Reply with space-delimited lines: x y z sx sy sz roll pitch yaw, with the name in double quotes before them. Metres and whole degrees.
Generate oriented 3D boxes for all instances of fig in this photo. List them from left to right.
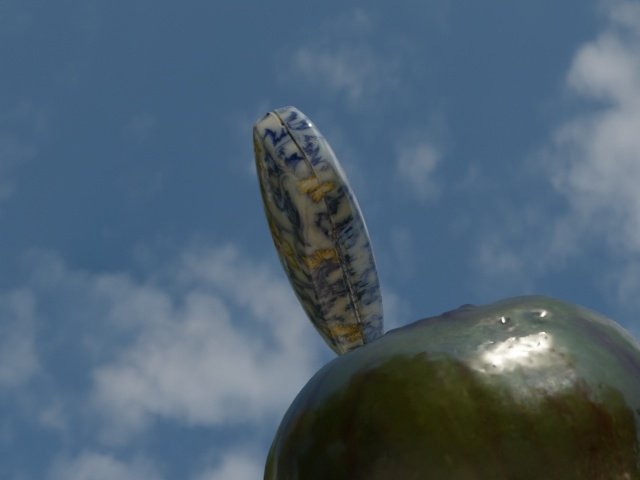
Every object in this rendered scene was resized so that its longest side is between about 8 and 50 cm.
"fig" 0.072 0.150 0.634 0.151 0.151 0.259 -19 -103 12

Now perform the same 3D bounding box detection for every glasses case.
"glasses case" 0.000 0.000 1.363 0.065 0.087 0.248 -31 -35 -10
